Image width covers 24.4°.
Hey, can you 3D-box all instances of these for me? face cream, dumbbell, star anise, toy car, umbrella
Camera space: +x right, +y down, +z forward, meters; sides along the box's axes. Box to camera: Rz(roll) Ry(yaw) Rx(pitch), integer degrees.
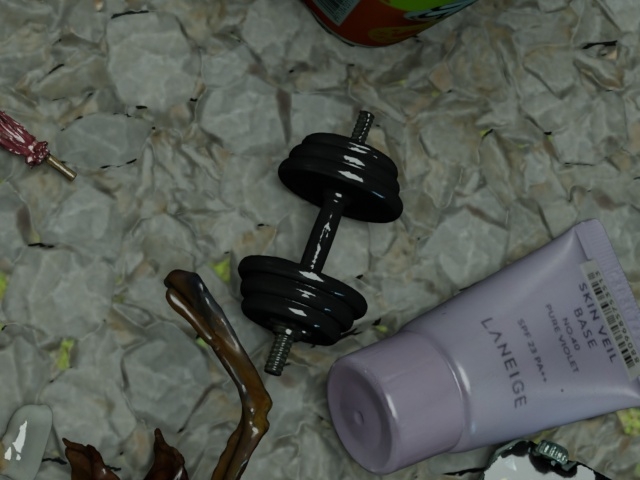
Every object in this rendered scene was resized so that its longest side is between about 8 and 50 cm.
[{"bbox_3d":[0.139,0.090,1.115,0.274,0.096,0.154,-19,80,-30],"label":"face cream"},{"bbox_3d":[0.000,0.000,1.080,0.099,0.099,0.208,23,75,-10],"label":"dumbbell"},{"bbox_3d":[-0.119,0.190,0.984,0.237,0.148,0.346,14,90,-29],"label":"star anise"},{"bbox_3d":[0.208,0.225,1.118,0.205,0.056,0.095,27,74,-7],"label":"toy car"},{"bbox_3d":[-0.245,-0.093,1.067,0.165,0.027,0.025,38,109,-6],"label":"umbrella"}]

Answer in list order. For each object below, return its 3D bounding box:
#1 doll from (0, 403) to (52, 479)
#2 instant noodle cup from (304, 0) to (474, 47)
[{"bbox_3d":[-0.295,0.165,0.981,0.217,0.085,0.183,14,78,-22],"label":"doll"},{"bbox_3d":[0.085,-0.286,1.043,0.293,0.308,0.294,3,80,-16],"label":"instant noodle cup"}]
